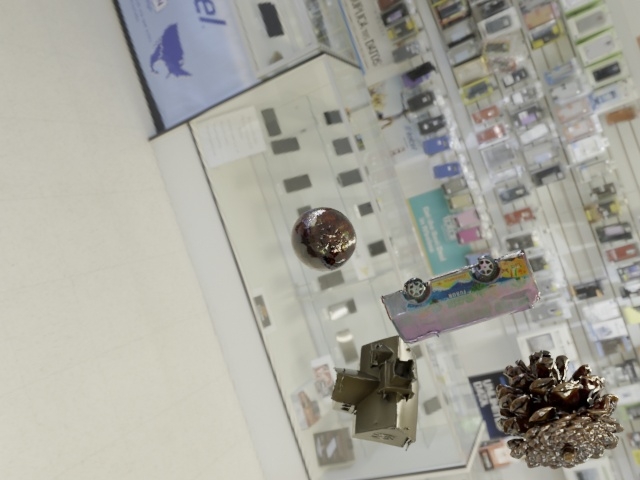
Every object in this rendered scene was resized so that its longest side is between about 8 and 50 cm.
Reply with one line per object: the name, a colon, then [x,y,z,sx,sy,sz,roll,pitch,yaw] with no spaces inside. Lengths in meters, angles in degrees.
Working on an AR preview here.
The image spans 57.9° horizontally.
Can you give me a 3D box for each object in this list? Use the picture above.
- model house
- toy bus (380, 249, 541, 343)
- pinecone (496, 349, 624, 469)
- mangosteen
model house: [0.131,0.319,1.275,0.243,0.205,0.211,105,-7,-56]
toy bus: [0.296,0.123,1.234,0.112,0.317,0.137,28,43,-69]
pinecone: [0.390,0.280,0.974,0.208,0.208,0.207,45,34,-44]
mangosteen: [0.003,-0.006,1.452,0.172,0.173,0.184,62,-3,-20]
